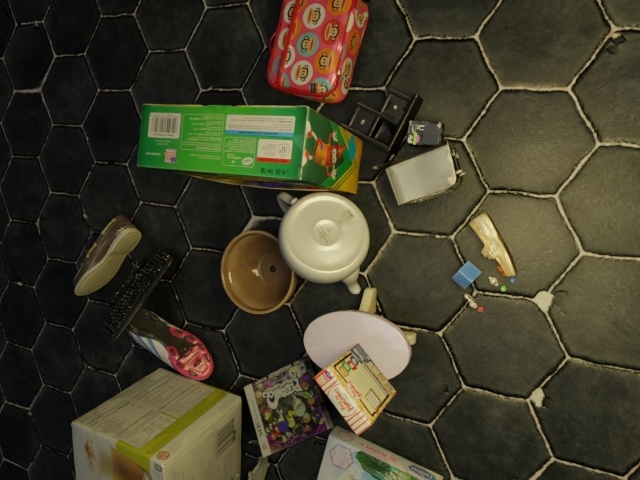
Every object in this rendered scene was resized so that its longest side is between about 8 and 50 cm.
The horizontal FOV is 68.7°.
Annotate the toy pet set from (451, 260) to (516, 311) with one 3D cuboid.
[{"bbox_3d":[0.391,0.103,1.144,0.114,0.065,0.122,45,108,15],"label":"toy pet set"}]

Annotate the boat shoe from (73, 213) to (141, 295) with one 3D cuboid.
[{"bbox_3d":[-0.745,0.053,1.603,0.324,0.116,0.097,-47,71,14],"label":"boat shoe"}]

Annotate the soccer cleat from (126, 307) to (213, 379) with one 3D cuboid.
[{"bbox_3d":[-0.487,0.336,1.521,0.331,0.116,0.143,37,150,2],"label":"soccer cleat"}]

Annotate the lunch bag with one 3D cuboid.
[{"bbox_3d":[-0.025,-0.533,1.267,0.258,0.120,0.293,18,98,25],"label":"lunch bag"}]

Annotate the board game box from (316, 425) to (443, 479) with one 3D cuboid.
[{"bbox_3d":[0.136,0.727,1.285,0.317,0.066,0.319,17,99,22],"label":"board game box"}]

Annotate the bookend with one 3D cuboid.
[{"bbox_3d":[0.157,-0.330,1.217,0.156,0.072,0.157,32,104,19],"label":"bookend"}]

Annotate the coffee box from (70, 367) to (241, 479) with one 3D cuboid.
[{"bbox_3d":[-0.461,0.632,1.364,0.334,0.338,0.338,10,106,23],"label":"coffee box"}]

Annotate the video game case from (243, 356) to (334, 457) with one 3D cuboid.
[{"bbox_3d":[-0.097,0.479,1.350,0.232,0.041,0.210,-30,64,18],"label":"video game case"}]

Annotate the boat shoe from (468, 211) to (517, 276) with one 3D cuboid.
[{"bbox_3d":[0.416,0.017,1.135,0.059,0.063,0.170,-30,72,24],"label":"boat shoe"}]

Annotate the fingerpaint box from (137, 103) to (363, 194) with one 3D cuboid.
[{"bbox_3d":[-0.161,-0.221,1.197,0.444,0.371,0.163,8,94,22],"label":"fingerpaint box"}]

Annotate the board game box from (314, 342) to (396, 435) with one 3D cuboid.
[{"bbox_3d":[0.084,0.322,1.044,0.045,0.193,0.147,-45,75,20],"label":"board game box"}]

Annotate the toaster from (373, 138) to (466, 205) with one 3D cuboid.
[{"bbox_3d":[0.249,-0.158,1.135,0.185,0.168,0.110,-19,86,22],"label":"toaster"}]

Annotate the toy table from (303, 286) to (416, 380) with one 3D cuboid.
[{"bbox_3d":[0.112,0.260,1.220,0.274,0.161,0.253,15,99,22],"label":"toy table"}]

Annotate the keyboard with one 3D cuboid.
[{"bbox_3d":[-0.604,0.157,1.509,0.201,0.033,0.317,15,68,48],"label":"keyboard"}]

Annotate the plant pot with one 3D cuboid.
[{"bbox_3d":[-0.161,0.086,1.355,0.237,0.109,0.238,2,94,22],"label":"plant pot"}]

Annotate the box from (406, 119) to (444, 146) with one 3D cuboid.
[{"bbox_3d":[0.266,-0.268,1.185,0.083,0.052,0.062,10,98,21],"label":"box"}]

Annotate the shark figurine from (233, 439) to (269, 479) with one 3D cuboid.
[{"bbox_3d":[-0.188,0.737,1.403,0.116,0.166,0.278,23,75,35],"label":"shark figurine"}]

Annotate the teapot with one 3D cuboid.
[{"bbox_3d":[0.000,0.000,1.249,0.252,0.187,0.256,5,76,-6],"label":"teapot"}]
